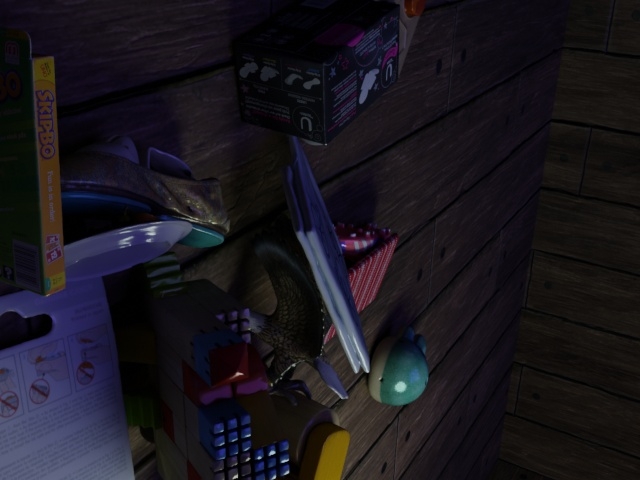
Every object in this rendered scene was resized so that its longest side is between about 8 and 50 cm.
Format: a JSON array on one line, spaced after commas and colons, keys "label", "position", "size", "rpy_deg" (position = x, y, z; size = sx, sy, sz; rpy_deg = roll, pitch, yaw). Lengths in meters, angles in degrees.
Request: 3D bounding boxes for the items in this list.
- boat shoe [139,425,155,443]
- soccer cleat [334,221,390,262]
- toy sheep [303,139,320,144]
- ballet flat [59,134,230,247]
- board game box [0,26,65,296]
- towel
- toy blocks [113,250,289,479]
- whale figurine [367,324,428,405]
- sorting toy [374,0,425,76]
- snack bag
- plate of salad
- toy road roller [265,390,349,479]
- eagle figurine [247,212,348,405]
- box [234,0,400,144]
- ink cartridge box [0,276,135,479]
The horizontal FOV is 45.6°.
[{"label": "boat shoe", "position": [-0.215, 0.217, 1.171], "size": [0.190, 0.068, 0.072], "rpy_deg": [-61, 165, -2]}, {"label": "soccer cleat", "position": [0.078, 0.014, 1.601], "size": [0.248, 0.083, 0.095], "rpy_deg": [-8, 115, -64]}, {"label": "toy sheep", "position": [-0.004, -0.208, 1.320], "size": [0.132, 0.091, 0.091], "rpy_deg": [113, -3, -82]}, {"label": "ballet flat", "position": [-0.231, -0.069, 0.948], "size": [0.348, 0.123, 0.123], "rpy_deg": [18, 88, -62]}, {"label": "board game box", "position": [-0.312, -0.081, 0.752], "size": [0.039, 0.124, 0.259], "rpy_deg": [-33, 132, -54]}, {"label": "towel", "position": [0.059, 0.110, 1.578], "size": [0.275, 0.031, 0.199], "rpy_deg": [-36, 153, -45]}, {"label": "toy blocks", "position": [-0.139, 0.229, 1.008], "size": [0.190, 0.261, 0.381], "rpy_deg": [-10, 109, -29]}, {"label": "whale figurine", "position": [0.229, 0.328, 1.974], "size": [0.272, 0.141, 0.216], "rpy_deg": [-13, 114, -61]}, {"label": "sorting toy", "position": [0.142, -0.422, 1.532], "size": [0.229, 0.041, 0.307], "rpy_deg": [35, 72, -62]}, {"label": "snack bag", "position": [0.000, 0.000, 1.264], "size": [0.342, 0.037, 0.323], "rpy_deg": [-102, 171, -51]}, {"label": "plate of salad", "position": [-0.248, 0.004, 0.883], "size": [0.200, 0.200, 0.048], "rpy_deg": [-7, 76, -61]}, {"label": "toy road roller", "position": [-0.116, 0.426, 1.317], "size": [0.240, 0.202, 0.329], "rpy_deg": [13, 93, -52]}, {"label": "eagle figurine", "position": [-0.052, 0.123, 1.293], "size": [0.225, 0.226, 0.298], "rpy_deg": [10, 100, -43]}, {"label": "box", "position": [0.001, -0.279, 1.204], "size": [0.247, 0.163, 0.142], "rpy_deg": [-46, 145, -43]}, {"label": "ink cartridge box", "position": [-0.369, 0.254, 0.904], "size": [0.308, 0.091, 0.385], "rpy_deg": [-18, 102, -58]}]
